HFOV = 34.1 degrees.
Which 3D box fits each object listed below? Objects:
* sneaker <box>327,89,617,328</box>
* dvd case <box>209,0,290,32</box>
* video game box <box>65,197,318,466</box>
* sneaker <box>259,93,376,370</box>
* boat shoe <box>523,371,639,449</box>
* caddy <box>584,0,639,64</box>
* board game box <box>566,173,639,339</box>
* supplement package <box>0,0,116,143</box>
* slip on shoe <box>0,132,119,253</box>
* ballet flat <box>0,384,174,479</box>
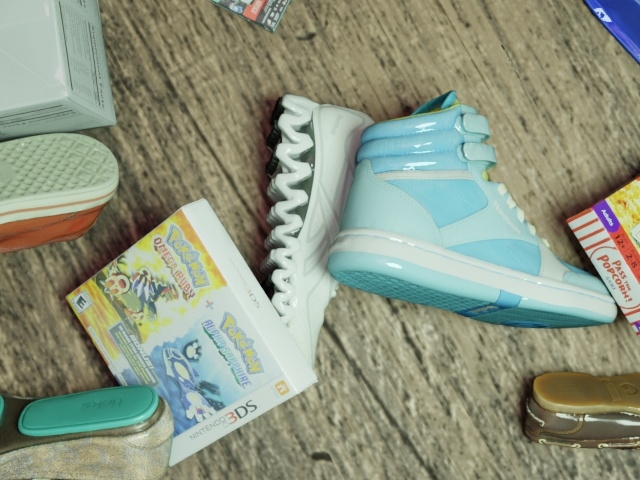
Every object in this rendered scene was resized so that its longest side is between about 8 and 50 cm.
[{"bbox_3d":[0.168,-0.031,1.023,0.319,0.127,0.208,16,73,-27],"label":"sneaker"},{"bbox_3d":[-0.084,-0.285,1.110,0.119,0.013,0.087,26,84,-1],"label":"dvd case"},{"bbox_3d":[-0.129,0.093,1.009,0.187,0.048,0.205,-34,87,29],"label":"video game box"},{"bbox_3d":[0.000,0.000,1.047,0.118,0.110,0.292,5,85,-11],"label":"sneaker"},{"bbox_3d":[0.310,0.178,1.065,0.207,0.073,0.073,5,122,1],"label":"boat shoe"},{"bbox_3d":[0.407,-0.250,1.019,0.179,0.241,0.341,-42,89,-1],"label":"caddy"},{"bbox_3d":[0.359,-0.005,1.055,0.193,0.045,0.146,-30,87,-29],"label":"board game box"},{"bbox_3d":[-0.354,-0.197,1.001,0.262,0.145,0.204,-10,85,6],"label":"supplement package"},{"bbox_3d":[-0.351,-0.027,0.972,0.331,0.101,0.123,-10,53,-33],"label":"slip on shoe"},{"bbox_3d":[-0.295,0.205,1.008,0.316,0.107,0.106,-1,120,9],"label":"ballet flat"}]
